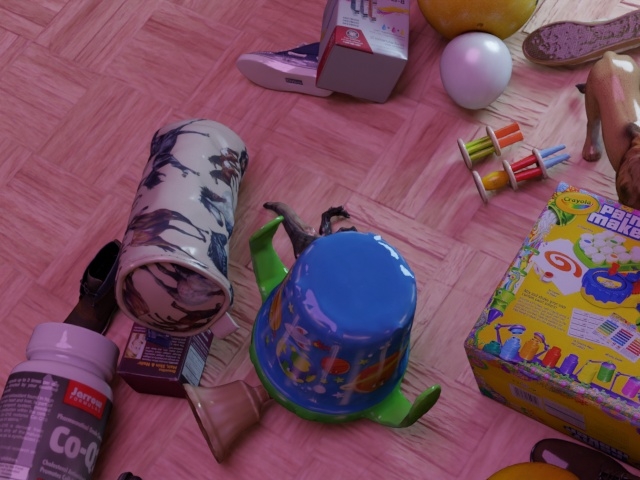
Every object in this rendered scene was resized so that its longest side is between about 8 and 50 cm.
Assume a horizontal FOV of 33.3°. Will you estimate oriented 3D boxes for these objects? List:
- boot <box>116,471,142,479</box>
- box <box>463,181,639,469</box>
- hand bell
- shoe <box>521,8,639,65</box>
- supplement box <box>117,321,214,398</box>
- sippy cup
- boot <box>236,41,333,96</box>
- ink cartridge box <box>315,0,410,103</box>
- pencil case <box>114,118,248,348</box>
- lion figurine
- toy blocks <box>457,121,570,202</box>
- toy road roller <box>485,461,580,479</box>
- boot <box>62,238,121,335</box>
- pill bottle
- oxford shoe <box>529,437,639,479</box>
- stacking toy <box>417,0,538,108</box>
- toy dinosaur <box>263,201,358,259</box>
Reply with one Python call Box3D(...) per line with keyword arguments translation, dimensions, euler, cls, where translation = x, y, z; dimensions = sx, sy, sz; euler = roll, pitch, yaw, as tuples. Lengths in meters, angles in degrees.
Box3D(translation=(-0.161, 0.420, 1.475), dimensions=(0.229, 0.091, 0.263), euler=(-17, 60, 0), cls="boot")
Box3D(translation=(0.393, 0.118, 1.421), dimensions=(0.290, 0.177, 0.279), euler=(24, 70, 28), cls="box")
Box3D(translation=(-0.066, 0.215, 1.561), dimensions=(0.242, 0.126, 0.126), euler=(-24, 55, -12), cls="hand bell")
Box3D(translation=(0.442, -0.325, 1.750), dimensions=(0.219, 0.058, 0.076), euler=(-8, 78, 17), cls="shoe")
Box3D(translation=(-0.227, 0.141, 1.653), dimensions=(0.104, 0.081, 0.188), euler=(5, 61, 19), cls="supplement box")
Box3D(translation=(0.029, 0.106, 1.468), dimensions=(0.305, 0.224, 0.240), euler=(16, 59, -1), cls="sippy cup")
Box3D(translation=(-0.048, -0.313, 1.887), dimensions=(0.190, 0.069, 0.086), euler=(17, 59, 16), cls="boot")
Box3D(translation=(0.073, -0.348, 1.804), dimensions=(0.128, 0.127, 0.176), euler=(11, 59, -11), cls="ink cartridge box")
Box3D(translation=(-0.198, -0.028, 1.622), dimensions=(0.160, 0.183, 0.410), euler=(-29, 31, 21), cls="pencil case")
Box3D(translation=(0.447, -0.154, 1.529), dimensions=(0.142, 0.240, 0.392), euler=(-24, 55, 2), cls="lion figurine")
Box3D(translation=(0.303, -0.137, 1.674), dimensions=(0.148, 0.054, 0.123), euler=(-21, 57, 4), cls="toy blocks")
Box3D(translation=(0.186, 0.376, 1.324), dimensions=(0.329, 0.202, 0.240), euler=(23, 56, 22), cls="toy road roller")
Box3D(translation=(-0.372, 0.091, 1.712), dimensions=(0.082, 0.106, 0.219), euler=(33, 74, 31), cls="boot")
Box3D(translation=(-0.399, 0.275, 1.577), dimensions=(0.161, 0.161, 0.283), euler=(3, 61, 19), cls="pill bottle")
Box3D(translation=(0.368, 0.311, 1.362), dimensions=(0.227, 0.096, 0.083), euler=(26, 72, 30), cls="oxford shoe")
Box3D(translation=(0.262, -0.446, 1.780), dimensions=(0.350, 0.350, 0.480), euler=(1, 80, 17), cls="stacking toy")
Box3D(translation=(0.000, 0.000, 1.684), dimensions=(0.118, 0.064, 0.268), euler=(-32, 53, 5), cls="toy dinosaur")
